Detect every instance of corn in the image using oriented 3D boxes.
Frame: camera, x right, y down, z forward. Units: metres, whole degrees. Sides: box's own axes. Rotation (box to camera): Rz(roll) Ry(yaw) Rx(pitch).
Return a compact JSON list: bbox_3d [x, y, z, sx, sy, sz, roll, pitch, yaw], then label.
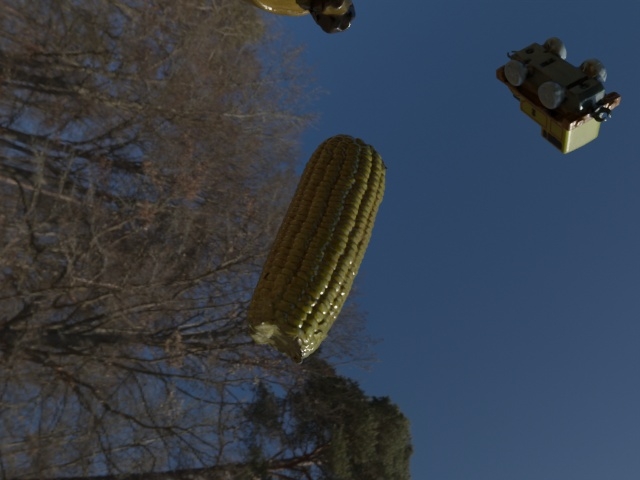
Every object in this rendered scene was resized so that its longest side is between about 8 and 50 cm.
[{"bbox_3d":[0.000,0.000,0.707,0.131,0.131,0.344,0,-128,33],"label":"corn"}]

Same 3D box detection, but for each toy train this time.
[{"bbox_3d":[0.359,-0.224,0.780,0.089,0.127,0.219,-29,-131,-2],"label":"toy train"}]

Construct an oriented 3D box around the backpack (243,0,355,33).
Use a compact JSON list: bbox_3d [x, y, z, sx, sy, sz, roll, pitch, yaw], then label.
[{"bbox_3d":[0.007,-0.468,0.721,0.378,0.201,0.353,-20,-137,1],"label":"backpack"}]
